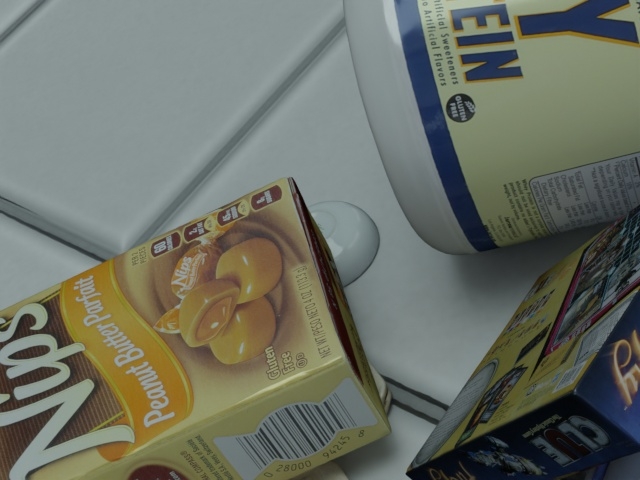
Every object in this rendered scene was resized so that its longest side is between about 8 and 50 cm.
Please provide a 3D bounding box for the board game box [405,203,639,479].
[{"bbox_3d":[0.140,0.055,0.659,0.042,0.243,0.165,38,68,1],"label":"board game box"}]

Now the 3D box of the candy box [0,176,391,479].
[{"bbox_3d":[-0.129,0.102,0.812,0.316,0.087,0.183,-24,40,5],"label":"candy box"}]

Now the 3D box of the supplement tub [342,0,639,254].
[{"bbox_3d":[0.199,-0.135,0.787,0.325,0.235,0.235,-14,45,16],"label":"supplement tub"}]

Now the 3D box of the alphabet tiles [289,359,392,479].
[{"bbox_3d":[-0.097,0.145,0.835,0.284,0.021,0.278,-34,43,-6],"label":"alphabet tiles"}]

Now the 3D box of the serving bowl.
[{"bbox_3d":[0.000,0.000,0.917,0.083,0.027,0.083,-15,45,16],"label":"serving bowl"}]

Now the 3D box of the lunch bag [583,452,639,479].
[{"bbox_3d":[0.248,0.140,0.567,0.243,0.115,0.303,3,43,33],"label":"lunch bag"}]
